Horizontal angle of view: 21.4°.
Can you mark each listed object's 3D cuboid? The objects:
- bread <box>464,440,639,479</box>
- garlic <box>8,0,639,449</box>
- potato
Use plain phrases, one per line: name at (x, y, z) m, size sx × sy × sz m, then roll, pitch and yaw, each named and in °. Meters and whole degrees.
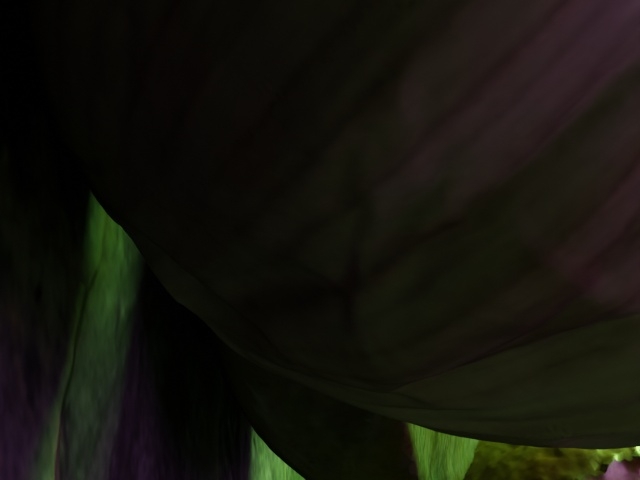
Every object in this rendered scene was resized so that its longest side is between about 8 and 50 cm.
bread at (0.133, 0.229, 0.963) m, size 0.172 × 0.312 × 0.312 m, roll 7°, pitch -77°, yaw 59°
garlic at (0.044, -0.079, 0.510) m, size 0.317 × 0.259 × 0.317 m, roll 47°, pitch 10°, yaw -11°
potato at (0.000, 0.000, 0.708) m, size 0.255 × 0.112 × 0.270 m, roll -64°, pitch 147°, yaw -67°
